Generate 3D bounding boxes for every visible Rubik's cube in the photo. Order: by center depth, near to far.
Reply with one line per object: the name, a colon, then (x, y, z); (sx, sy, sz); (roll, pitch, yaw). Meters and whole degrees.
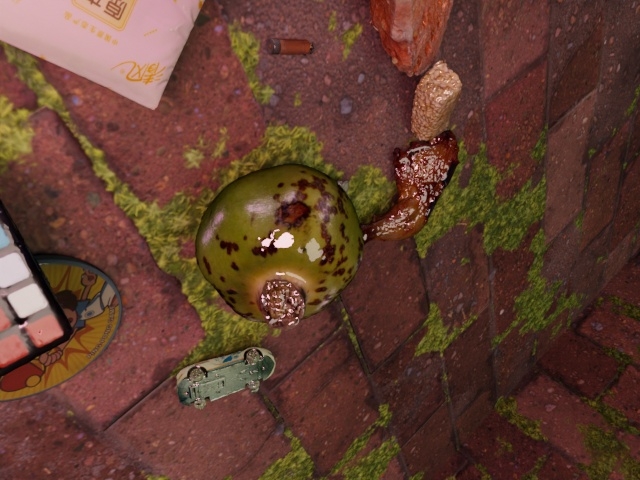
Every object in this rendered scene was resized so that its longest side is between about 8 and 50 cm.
Rubik's cube: (-0.380, 0.038, 0.513); (0.182, 0.184, 0.187); (-31, 119, -26)

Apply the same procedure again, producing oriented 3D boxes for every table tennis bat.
table tennis bat: (-0.417, 0.125, 0.677); (0.329, 0.044, 0.215); (-12, 124, -41)

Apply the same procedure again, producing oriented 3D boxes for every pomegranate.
pomegranate: (-0.057, 0.014, 0.784); (0.254, 0.270, 0.254); (-4, 126, -6)

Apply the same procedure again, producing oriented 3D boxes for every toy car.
toy car: (-0.174, 0.247, 0.978); (0.186, 0.058, 0.093); (-14, 126, -24)

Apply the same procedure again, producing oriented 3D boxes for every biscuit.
biscuit: (0.212, -0.251, 0.980); (0.082, 0.070, 0.168); (-40, 164, -11)

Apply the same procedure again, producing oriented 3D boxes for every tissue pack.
tissue pack: (-0.233, -0.260, 0.506); (0.225, 0.124, 0.185); (14, 107, -60)

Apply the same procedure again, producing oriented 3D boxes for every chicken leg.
chicken leg: (0.178, -0.095, 1.086); (0.177, 0.083, 0.322); (28, 93, -41)

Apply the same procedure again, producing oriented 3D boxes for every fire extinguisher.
fire extinguisher: (-0.041, -0.284, 0.781); (0.083, 0.022, 0.028); (-15, 164, -38)

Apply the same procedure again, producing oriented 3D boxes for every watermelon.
watermelon: (0.146, -0.380, 0.834); (0.193, 0.140, 0.256); (-44, 148, -20)

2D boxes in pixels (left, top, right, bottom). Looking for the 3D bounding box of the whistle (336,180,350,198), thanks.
whistle: (0.000, 0.000, 0.970); (0.114, 0.077, 0.235); (-26, 139, -64)
